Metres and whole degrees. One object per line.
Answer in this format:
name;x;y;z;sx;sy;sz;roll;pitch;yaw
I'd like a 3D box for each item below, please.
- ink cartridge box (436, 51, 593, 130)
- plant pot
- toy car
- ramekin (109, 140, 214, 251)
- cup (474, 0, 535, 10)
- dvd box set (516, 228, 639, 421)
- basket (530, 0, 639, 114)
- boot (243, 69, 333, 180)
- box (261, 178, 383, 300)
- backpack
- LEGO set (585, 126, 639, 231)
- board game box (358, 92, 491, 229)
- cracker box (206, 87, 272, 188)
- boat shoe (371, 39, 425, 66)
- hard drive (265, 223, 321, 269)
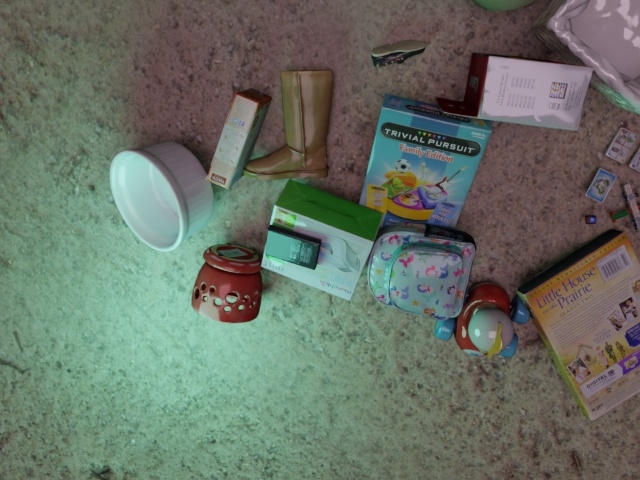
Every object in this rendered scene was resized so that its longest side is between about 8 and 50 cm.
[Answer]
ink cartridge box;0.405;-0.341;1.284;0.271;0.309;0.130;8;109;5
plant pot;-0.246;0.113;1.593;0.191;0.191;0.174;15;107;2
toy car;0.432;0.241;1.516;0.219;0.238;0.210;15;110;3
ramekin;-0.405;-0.122;1.510;0.277;0.135;0.277;22;127;31
cup;0.388;-0.631;1.214;0.331;0.331;0.237;-17;133;13
dvd box set;0.737;0.224;1.520;0.307;0.062;0.420;-33;102;-2
basket;0.681;-0.481;1.223;0.328;0.266;0.331;38;110;-6
boot;-0.085;-0.296;1.484;0.236;0.089;0.270;-4;110;-9
box;0.000;0.000;1.513;0.262;0.127;0.231;21;132;3
backpack;0.244;0.074;1.452;0.253;0.191;0.225;14;110;14
LEGO set;0.764;-0.133;1.456;0.182;0.060;0.244;25;98;-1
board game box;0.241;-0.167;1.432;0.253;0.079;0.336;13;130;3
cracker box;-0.206;-0.261;1.476;0.067;0.156;0.232;23;110;-1
boat shoe;0.191;-0.456;1.418;0.133;0.049;0.042;-11;135;4
hard drive;-0.070;0.018;1.452;0.135;0.022;0.094;17;133;7
